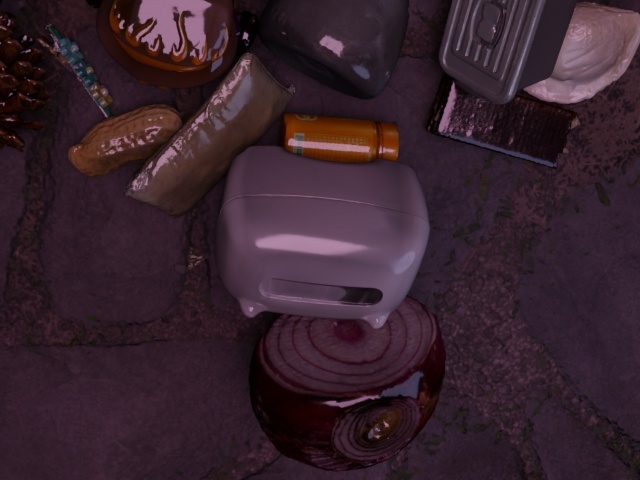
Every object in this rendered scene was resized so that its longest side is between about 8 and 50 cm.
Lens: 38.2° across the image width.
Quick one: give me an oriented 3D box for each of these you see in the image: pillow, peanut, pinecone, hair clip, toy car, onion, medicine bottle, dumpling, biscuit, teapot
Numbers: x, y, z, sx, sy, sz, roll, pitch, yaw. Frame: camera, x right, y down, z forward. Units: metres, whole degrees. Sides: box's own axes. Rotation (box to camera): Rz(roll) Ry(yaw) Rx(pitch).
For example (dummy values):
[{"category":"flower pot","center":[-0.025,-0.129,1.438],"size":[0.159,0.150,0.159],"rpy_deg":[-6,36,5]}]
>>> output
[{"category":"pillow","center":[-0.171,-0.163,1.475],"size":[0.302,0.185,0.075],"rpy_deg":[-47,67,4]},{"category":"peanut","center":[-0.312,-0.161,1.490],"size":[0.194,0.093,0.083],"rpy_deg":[-22,73,6]},{"category":"pinecone","center":[-0.499,-0.241,1.394],"size":[0.185,0.168,0.212],"rpy_deg":[16,97,5]},{"category":"hair clip","center":[-0.383,-0.269,1.471],"size":[0.049,0.049,0.173],"rpy_deg":[-38,105,1]},{"category":"toy car","center":[-0.202,-0.392,1.370],"size":[0.271,0.240,0.341],"rpy_deg":[17,99,-13]},{"category":"onion","center":[0.053,0.253,1.550],"size":[0.336,0.282,0.260],"rpy_deg":[-21,127,-21]},{"category":"medicine bottle","center":[0.028,-0.158,1.536],"size":[0.191,0.096,0.096],"rpy_deg":[3,103,-9]},{"category":"dumpling","center":[0.425,-0.315,1.550],"size":[0.215,0.126,0.167],"rpy_deg":[-14,114,-6]},{"category":"biscuit","center":[0.314,-0.203,1.584],"size":[0.252,0.070,0.106],"rpy_deg":[13,101,-11]},{"category":"teapot","center":[0.033,-0.401,1.405],"size":[0.305,0.223,0.285],"rpy_deg":[30,89,-47]}]

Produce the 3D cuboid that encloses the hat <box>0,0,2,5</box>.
[{"category":"hat","center":[-0.520,-0.524,1.264],"size":[0.381,0.257,0.366],"rpy_deg":[20,98,-6]}]

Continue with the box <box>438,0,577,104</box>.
[{"category":"box","center":[0.304,-0.350,1.456],"size":[0.135,0.163,0.243],"rpy_deg":[-19,134,-38]}]

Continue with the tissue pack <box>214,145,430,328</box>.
[{"category":"tissue pack","center":[0.000,0.000,1.468],"size":[0.333,0.236,0.229],"rpy_deg":[5,145,-9]}]
